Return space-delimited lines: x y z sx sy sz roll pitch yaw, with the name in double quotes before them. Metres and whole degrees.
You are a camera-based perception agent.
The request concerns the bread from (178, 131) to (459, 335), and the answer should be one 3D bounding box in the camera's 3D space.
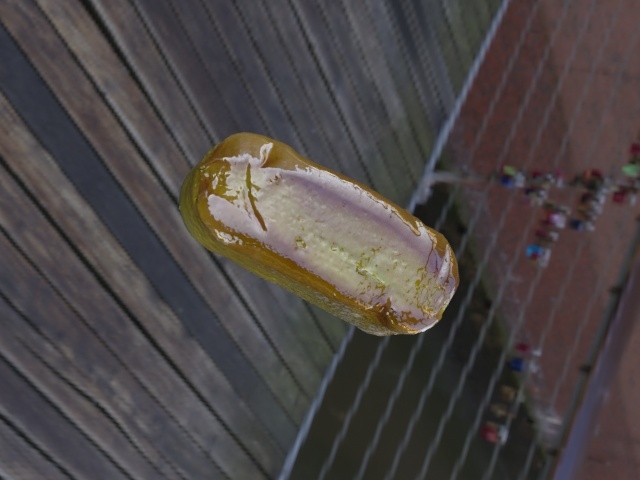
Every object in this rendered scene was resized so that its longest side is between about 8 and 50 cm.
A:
"bread" 0.000 0.000 0.968 0.245 0.094 0.102 29 69 -17
